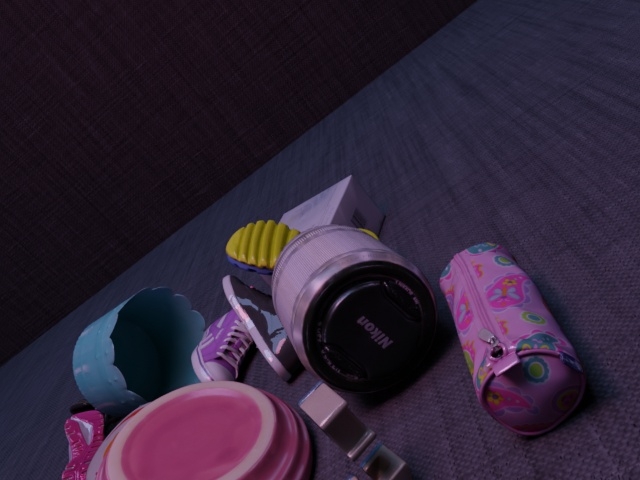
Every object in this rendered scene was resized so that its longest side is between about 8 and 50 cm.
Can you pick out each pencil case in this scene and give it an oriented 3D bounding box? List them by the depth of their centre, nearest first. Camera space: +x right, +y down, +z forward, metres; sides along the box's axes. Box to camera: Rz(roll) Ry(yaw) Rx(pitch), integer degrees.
[{"bbox_3d":[0.229,0.107,0.779,0.124,0.124,0.284,-35,19,16],"label":"pencil case"}]

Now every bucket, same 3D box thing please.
[{"bbox_3d":[-0.401,0.260,1.401,0.183,0.281,0.281,-26,24,34],"label":"bucket"}]

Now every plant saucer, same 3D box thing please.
[{"bbox_3d":[-0.181,0.319,0.922,0.333,0.084,0.332,-9,25,4],"label":"plant saucer"}]

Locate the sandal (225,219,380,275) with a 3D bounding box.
[{"bbox_3d":[-0.037,0.047,1.239,0.318,0.138,0.126,9,49,14],"label":"sandal"}]

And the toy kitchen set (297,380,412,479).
[{"bbox_3d":[-0.019,0.297,0.751,0.207,0.166,0.122,-45,20,-14],"label":"toy kitchen set"}]

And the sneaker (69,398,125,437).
[{"bbox_3d":[-0.534,0.408,1.530,0.087,0.130,0.227,-36,18,7],"label":"sneaker"}]

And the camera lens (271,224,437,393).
[{"bbox_3d":[0.042,0.098,0.992,0.219,0.219,0.274,-41,19,-2],"label":"camera lens"}]

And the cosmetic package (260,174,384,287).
[{"bbox_3d":[0.000,0.000,1.412,0.225,0.138,0.224,-29,22,33],"label":"cosmetic package"}]

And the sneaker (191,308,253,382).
[{"bbox_3d":[-0.183,0.211,1.330,0.161,0.102,0.282,-40,19,9],"label":"sneaker"}]

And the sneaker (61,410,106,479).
[{"bbox_3d":[-0.490,0.490,1.330,0.103,0.111,0.252,-8,34,-14],"label":"sneaker"}]

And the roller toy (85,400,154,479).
[{"bbox_3d":[-0.316,0.397,1.117,0.209,0.146,0.191,-39,19,7],"label":"roller toy"}]

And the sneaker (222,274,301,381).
[{"bbox_3d":[-0.085,0.137,1.243,0.147,0.104,0.296,-37,45,-7],"label":"sneaker"}]
